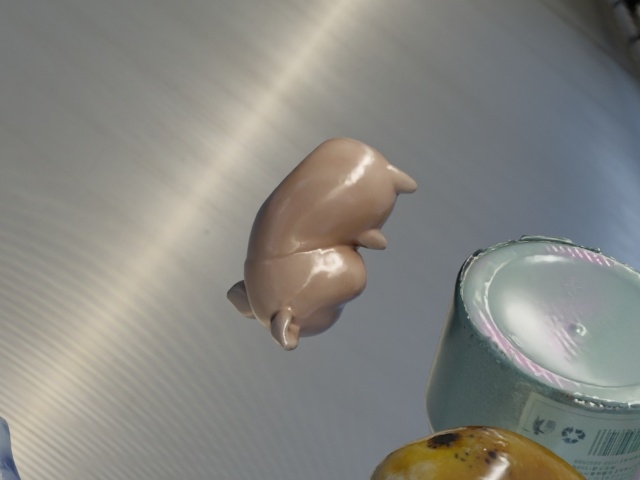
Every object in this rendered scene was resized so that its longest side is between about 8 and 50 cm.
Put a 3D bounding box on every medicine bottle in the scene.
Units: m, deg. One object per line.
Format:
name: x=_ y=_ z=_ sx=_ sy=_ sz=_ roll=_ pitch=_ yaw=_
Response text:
medicine bottle: x=0.221 y=0.180 z=1.112 sx=0.244 sy=0.290 sz=0.245 roll=9 pitch=37 yaw=-7

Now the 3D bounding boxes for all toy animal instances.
toy animal: x=-0.004 y=-0.001 z=1.257 sx=0.154 sy=0.250 sz=0.166 roll=25 pitch=0 yaw=-10

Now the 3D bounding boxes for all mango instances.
mango: x=0.150 y=0.267 z=0.801 sx=0.316 sy=0.193 sz=0.146 roll=49 pitch=-6 yaw=-18

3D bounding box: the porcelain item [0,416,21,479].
porcelain item: x=-0.298 y=0.282 z=0.959 sx=0.141 sy=0.141 sz=0.259 roll=13 pitch=43 yaw=-45
